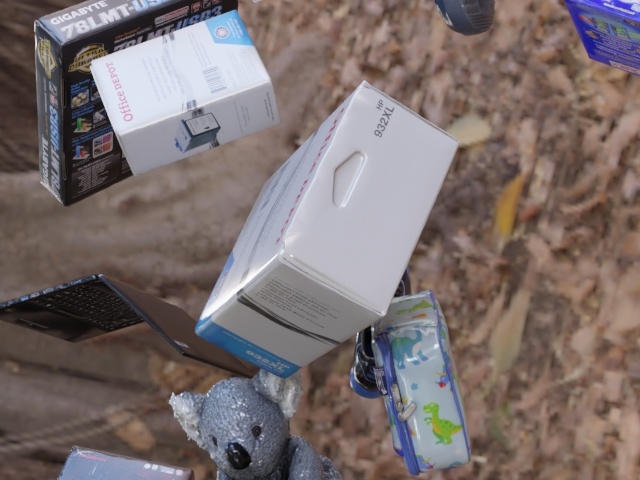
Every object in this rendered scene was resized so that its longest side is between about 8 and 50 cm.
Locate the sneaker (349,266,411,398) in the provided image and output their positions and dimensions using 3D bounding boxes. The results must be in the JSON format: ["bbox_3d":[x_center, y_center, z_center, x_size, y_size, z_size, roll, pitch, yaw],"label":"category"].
[{"bbox_3d":[0.091,0.100,1.835,0.090,0.081,0.232,112,168,-55],"label":"sneaker"}]

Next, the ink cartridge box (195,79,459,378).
[{"bbox_3d":[0.000,0.000,1.451,0.223,0.129,0.307,-65,11,-25],"label":"ink cartridge box"}]

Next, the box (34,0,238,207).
[{"bbox_3d":[-0.253,-0.222,1.857,0.073,0.296,0.293,42,144,28],"label":"box"}]

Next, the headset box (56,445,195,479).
[{"bbox_3d":[-0.344,0.492,2.138,0.110,0.218,0.293,88,-164,-45],"label":"headset box"}]

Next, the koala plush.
[{"bbox_3d":[-0.078,0.259,1.607,0.221,0.196,0.203,65,-164,-9],"label":"koala plush"}]

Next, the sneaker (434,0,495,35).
[{"bbox_3d":[0.097,-0.365,1.535,0.131,0.112,0.319,-25,79,30],"label":"sneaker"}]

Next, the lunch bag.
[{"bbox_3d":[0.114,0.163,1.530,0.219,0.090,0.176,-87,-17,-77],"label":"lunch bag"}]

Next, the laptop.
[{"bbox_3d":[-0.255,0.135,1.725,0.234,0.264,0.136,35,-140,-66],"label":"laptop"}]

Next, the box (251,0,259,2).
[{"bbox_3d":[-0.026,-0.394,1.645,0.103,0.203,0.114,49,159,44],"label":"box"}]

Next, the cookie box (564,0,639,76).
[{"bbox_3d":[0.278,-0.194,1.210,0.092,0.107,0.040,27,78,33],"label":"cookie box"}]

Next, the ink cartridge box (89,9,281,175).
[{"bbox_3d":[-0.162,-0.178,1.597,0.082,0.191,0.139,75,172,-52],"label":"ink cartridge box"}]
